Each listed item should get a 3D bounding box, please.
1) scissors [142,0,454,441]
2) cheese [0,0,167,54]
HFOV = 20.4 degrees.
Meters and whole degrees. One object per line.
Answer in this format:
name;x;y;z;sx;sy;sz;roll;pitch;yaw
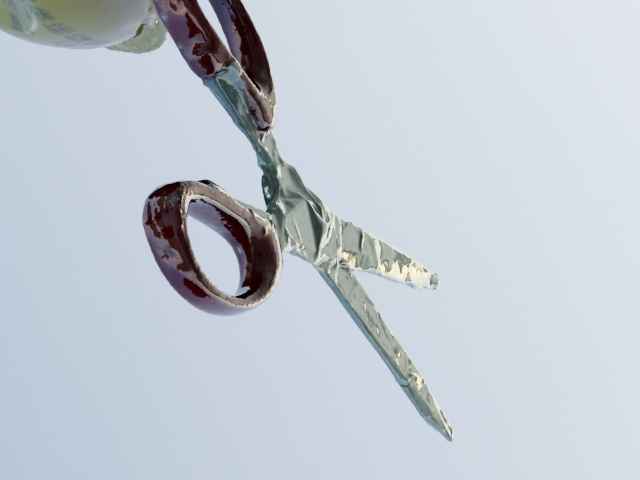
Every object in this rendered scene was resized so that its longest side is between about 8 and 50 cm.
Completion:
scissors;0.000;0.000;0.705;0.247;0.017;0.144;45;-143;-51
cheese;-0.152;-0.149;0.743;0.270;0.069;0.177;22;154;42
